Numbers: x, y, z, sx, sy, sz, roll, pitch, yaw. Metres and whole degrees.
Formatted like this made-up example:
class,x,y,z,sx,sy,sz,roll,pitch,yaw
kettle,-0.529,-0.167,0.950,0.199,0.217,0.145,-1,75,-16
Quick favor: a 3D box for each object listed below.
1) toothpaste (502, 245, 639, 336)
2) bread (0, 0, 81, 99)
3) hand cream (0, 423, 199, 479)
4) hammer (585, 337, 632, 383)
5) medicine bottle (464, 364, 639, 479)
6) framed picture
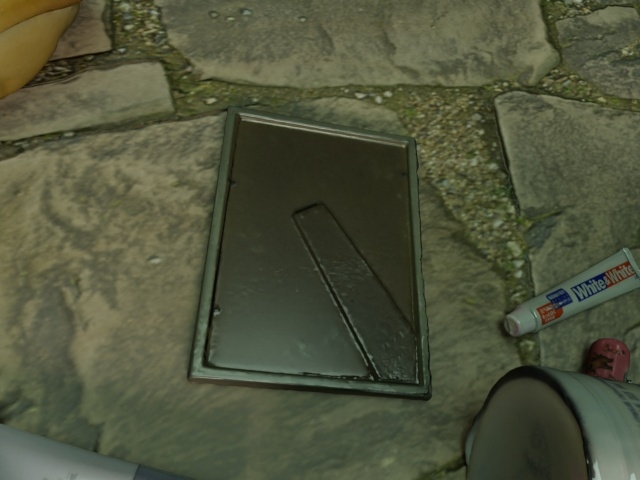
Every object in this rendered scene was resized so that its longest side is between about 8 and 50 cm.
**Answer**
class,x,y,z,sx,sy,sz,roll,pitch,yaw
toothpaste,0.288,0.059,0.608,0.218,0.033,0.052,-17,72,-26
bread,-0.378,-0.262,0.507,0.270,0.211,0.315,42,64,8
hand cream,-0.180,0.192,0.408,0.255,0.048,0.079,14,62,-5
hammer,0.293,0.140,0.557,0.043,0.043,0.083,28,60,2
medicine bottle,0.305,0.221,0.432,0.332,0.190,0.190,12,61,-7
framed picture,0.000,0.000,0.570,0.231,0.024,0.315,8,60,-10
